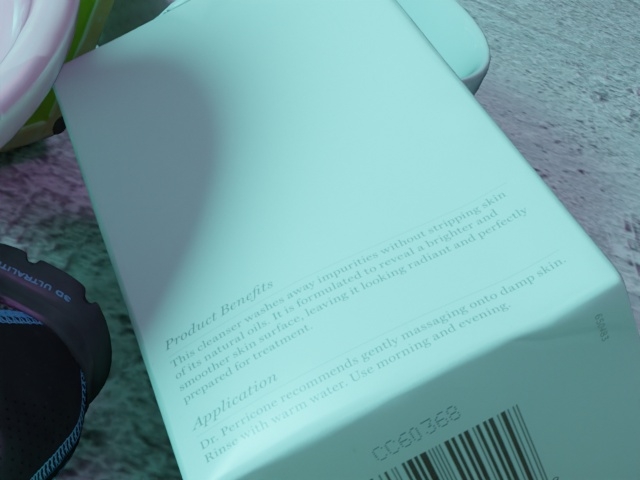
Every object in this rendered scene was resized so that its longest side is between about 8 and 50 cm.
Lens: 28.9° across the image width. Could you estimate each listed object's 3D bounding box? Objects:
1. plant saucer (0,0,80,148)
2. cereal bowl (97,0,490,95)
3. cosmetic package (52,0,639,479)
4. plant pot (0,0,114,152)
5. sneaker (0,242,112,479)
[{"bbox_3d":[-0.280,-0.116,0.576,0.332,0.084,0.332,7,54,-9],"label":"plant saucer"},{"bbox_3d":[-0.038,-0.158,1.036,0.339,0.141,0.339,17,30,-10],"label":"cereal bowl"},{"bbox_3d":[0.000,0.000,0.700,0.217,0.156,0.385,-26,41,0],"label":"cosmetic package"},{"bbox_3d":[-0.271,-0.172,0.827,0.207,0.227,0.228,40,32,15],"label":"plant pot"},{"bbox_3d":[-0.271,0.031,0.584,0.341,0.125,0.139,18,31,-6],"label":"sneaker"}]
